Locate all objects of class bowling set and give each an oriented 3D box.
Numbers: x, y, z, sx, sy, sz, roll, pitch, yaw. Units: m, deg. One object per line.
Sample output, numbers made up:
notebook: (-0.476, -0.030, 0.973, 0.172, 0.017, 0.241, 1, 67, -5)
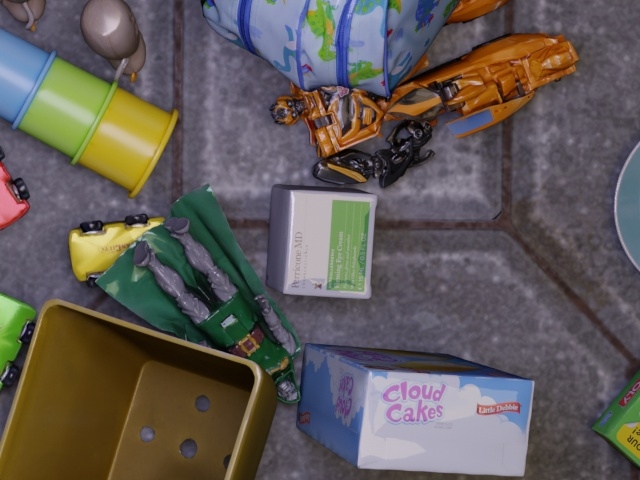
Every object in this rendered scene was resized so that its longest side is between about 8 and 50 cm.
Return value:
bowling set: (-0.267, -0.283, 1.758, 0.200, 0.154, 0.287, -4, 84, 2)

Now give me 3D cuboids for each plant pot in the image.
plant pot: (-0.149, 0.188, 1.749, 0.212, 0.187, 0.212, 17, 88, 17)

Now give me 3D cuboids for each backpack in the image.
backpack: (0.045, -0.297, 1.696, 0.355, 0.290, 0.273, -38, 74, -18)

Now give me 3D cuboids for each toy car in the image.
toy car: (-0.280, 0.037, 1.803, 0.239, 0.053, 0.225, 26, 87, -12)

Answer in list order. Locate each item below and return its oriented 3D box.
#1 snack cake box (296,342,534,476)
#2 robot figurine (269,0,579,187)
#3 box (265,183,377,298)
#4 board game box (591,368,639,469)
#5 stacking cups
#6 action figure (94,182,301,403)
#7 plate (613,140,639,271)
snack cake box: (0.079, 0.152, 1.780, 0.152, 0.264, 0.089, 6, 91, -13)
robot figurine: (0.088, -0.175, 1.858, 0.291, 0.085, 0.211, -24, 97, -11)
box: (0.000, 0.000, 1.838, 0.087, 0.102, 0.101, 3, 93, -11)
board game box: (0.457, 0.209, 1.968, 0.317, 0.046, 0.213, 40, 85, -15)
stacking cups: (-0.289, -0.148, 1.770, 0.316, 0.096, 0.096, 27, 87, -12)
action figure: (-0.087, 0.074, 1.821, 0.137, 0.063, 0.232, -39, 121, 0)
plate: (0.382, -0.035, 1.962, 0.188, 0.024, 0.188, 0, 92, -12)
